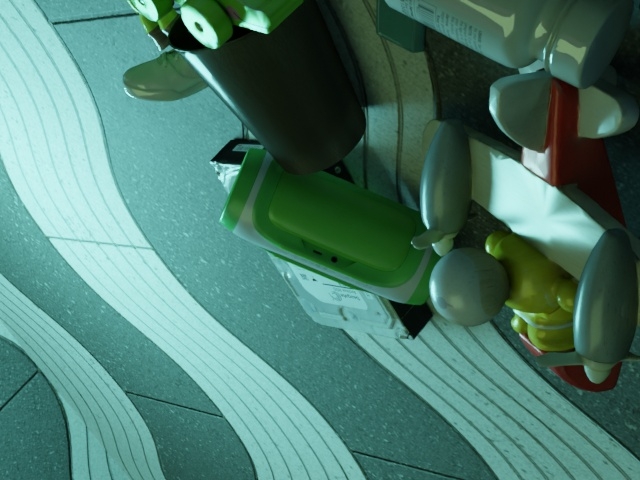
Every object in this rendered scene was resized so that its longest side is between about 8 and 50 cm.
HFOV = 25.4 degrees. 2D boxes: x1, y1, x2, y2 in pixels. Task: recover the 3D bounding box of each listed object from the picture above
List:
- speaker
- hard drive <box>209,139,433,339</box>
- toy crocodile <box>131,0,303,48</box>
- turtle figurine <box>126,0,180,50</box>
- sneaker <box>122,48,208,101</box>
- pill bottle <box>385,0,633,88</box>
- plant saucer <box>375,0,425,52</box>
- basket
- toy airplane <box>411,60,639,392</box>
[{"bbox_3d":[0.021,-0.017,1.902,0.296,0.131,0.131,23,153,-5],"label":"speaker"},{"bbox_3d":[0.000,0.000,2.109,0.237,0.064,0.339,8,139,49],"label":"hard drive"},{"bbox_3d":[-0.148,-0.316,1.683,0.340,0.115,0.105,29,155,46],"label":"toy crocodile"},{"bbox_3d":[-0.252,-0.354,1.886,0.217,0.087,0.269,48,149,-17],"label":"turtle figurine"},{"bbox_3d":[-0.162,-0.245,1.867,0.212,0.080,0.094,-10,131,1],"label":"sneaker"},{"bbox_3d":[0.187,-0.246,1.416,0.229,0.131,0.131,31,151,21],"label":"pill bottle"},{"bbox_3d":[0.091,-0.288,1.610,0.067,0.018,0.192,31,150,20],"label":"plant saucer"},{"bbox_3d":[-0.051,-0.205,1.779,0.204,0.154,0.227,-7,132,34],"label":"basket"},{"bbox_3d":[0.235,-0.012,1.540,0.384,0.272,0.386,59,169,9],"label":"toy airplane"}]
